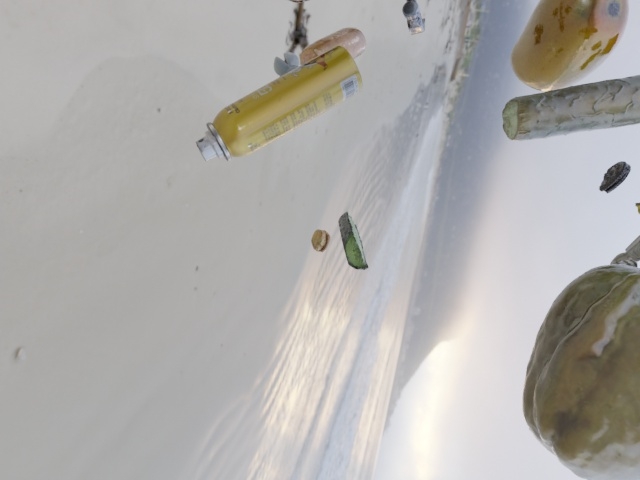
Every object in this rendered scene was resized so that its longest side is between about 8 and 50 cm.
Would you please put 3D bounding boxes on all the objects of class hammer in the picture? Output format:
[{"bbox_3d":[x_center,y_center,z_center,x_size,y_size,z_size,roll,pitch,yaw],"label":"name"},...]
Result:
[{"bbox_3d":[0.175,-0.561,1.034,0.137,0.037,0.289,10,72,-72],"label":"hammer"}]

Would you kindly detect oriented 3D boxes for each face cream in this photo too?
[{"bbox_3d":[-0.088,-0.262,1.019,0.349,0.105,0.105,-31,158,-6],"label":"face cream"}]

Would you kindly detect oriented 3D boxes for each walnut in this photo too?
[{"bbox_3d":[0.385,0.166,0.639,0.227,0.283,0.282,36,-57,54],"label":"walnut"}]

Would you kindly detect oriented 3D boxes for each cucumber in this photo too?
[{"bbox_3d":[0.073,-0.008,1.237,0.220,0.046,0.070,-100,170,-60],"label":"cucumber"}]

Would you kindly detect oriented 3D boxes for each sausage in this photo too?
[{"bbox_3d":[0.051,-0.589,1.568,0.270,0.109,0.108,-41,146,-39],"label":"sausage"}]

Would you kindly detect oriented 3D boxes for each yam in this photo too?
[{"bbox_3d":[0.473,-0.214,0.786,0.083,0.372,0.083,168,-90,-88],"label":"yam"}]

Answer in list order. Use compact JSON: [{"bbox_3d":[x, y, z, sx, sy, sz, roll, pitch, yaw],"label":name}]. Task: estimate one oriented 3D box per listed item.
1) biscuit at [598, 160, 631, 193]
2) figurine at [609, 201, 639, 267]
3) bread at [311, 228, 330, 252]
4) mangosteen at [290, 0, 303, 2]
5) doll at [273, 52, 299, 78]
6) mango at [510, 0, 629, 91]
[{"bbox_3d":[0.697,-0.150,1.213,0.089,0.027,0.087,-52,179,9],"label":"biscuit"},{"bbox_3d":[0.847,0.040,1.171,0.143,0.308,0.308,-16,125,-33],"label":"figurine"},{"bbox_3d":[0.000,0.000,1.784,0.083,0.046,0.080,2,-105,56],"label":"bread"},{"bbox_3d":[-0.068,-0.627,1.164,0.166,0.180,0.166,5,83,-46],"label":"mangosteen"},{"bbox_3d":[-0.062,-0.519,1.731,0.153,0.258,0.195,-43,149,2],"label":"doll"},{"bbox_3d":[0.558,-0.465,1.173,0.317,0.173,0.211,128,-54,-71],"label":"mango"}]
